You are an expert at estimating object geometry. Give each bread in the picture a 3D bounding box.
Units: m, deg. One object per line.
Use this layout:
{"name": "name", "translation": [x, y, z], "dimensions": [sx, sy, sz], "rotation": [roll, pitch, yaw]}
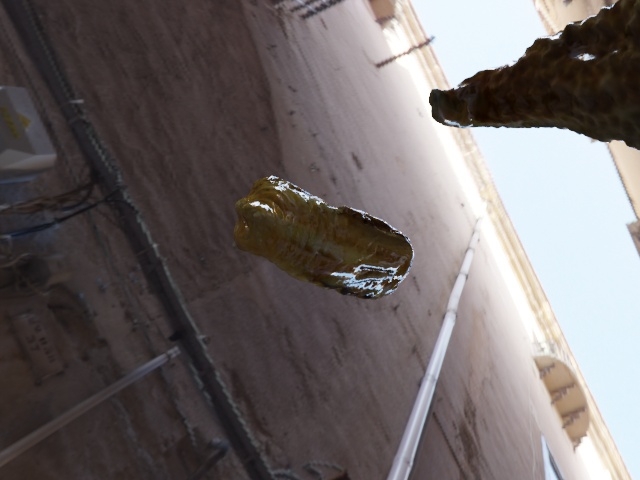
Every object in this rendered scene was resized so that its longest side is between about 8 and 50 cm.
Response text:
{"name": "bread", "translation": [0.000, 0.000, 0.457], "dimensions": [0.083, 0.111, 0.044], "rotation": [22, -90, 31]}

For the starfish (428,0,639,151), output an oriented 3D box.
{"name": "starfish", "translation": [0.192, -0.088, 0.278], "dimensions": [0.327, 0.094, 0.374], "rotation": [16, -68, 23]}
